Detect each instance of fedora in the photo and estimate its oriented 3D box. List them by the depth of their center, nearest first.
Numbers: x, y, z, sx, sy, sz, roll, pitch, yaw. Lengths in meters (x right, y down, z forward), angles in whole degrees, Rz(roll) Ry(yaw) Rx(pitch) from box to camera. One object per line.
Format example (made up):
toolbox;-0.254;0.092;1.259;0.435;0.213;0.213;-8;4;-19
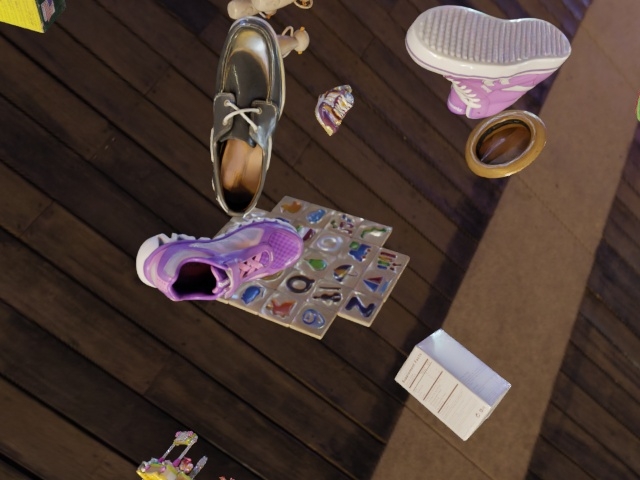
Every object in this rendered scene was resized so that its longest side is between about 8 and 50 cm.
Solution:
fedora;0.445;-0.218;1.458;0.079;0.194;0.194;42;53;-50

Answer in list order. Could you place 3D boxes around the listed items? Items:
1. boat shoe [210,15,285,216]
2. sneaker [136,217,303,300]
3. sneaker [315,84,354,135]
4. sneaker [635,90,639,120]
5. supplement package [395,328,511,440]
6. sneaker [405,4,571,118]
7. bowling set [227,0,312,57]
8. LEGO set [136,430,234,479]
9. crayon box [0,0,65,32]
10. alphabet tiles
boat shoe;-0.087;-0.142;0.725;0.084;0.079;0.233;7;113;-7
sneaker;-0.127;0.035;0.848;0.237;0.104;0.095;-10;114;-23
sneaker;0.040;-0.330;1.504;0.069;0.084;0.185;50;25;-32
sneaker;0.503;-0.247;0.531;0.202;0.483;0.185;59;9;30
supplement package;0.259;0.280;1.205;0.179;0.105;0.105;39;35;25
sneaker;0.204;-0.224;0.842;0.282;0.161;0.102;-5;66;-34
bowling set;-0.116;-0.544;1.282;0.154;0.287;0.200;-26;59;-34
LEGO set;-0.231;0.439;1.146;0.107;0.287;0.132;-50;129;-36
crayon box;-0.556;-0.448;0.891;0.319;0.202;0.081;16;55;0
alphabet tiles;-0.035;0.033;1.068;0.343;0.011;0.285;18;46;21
